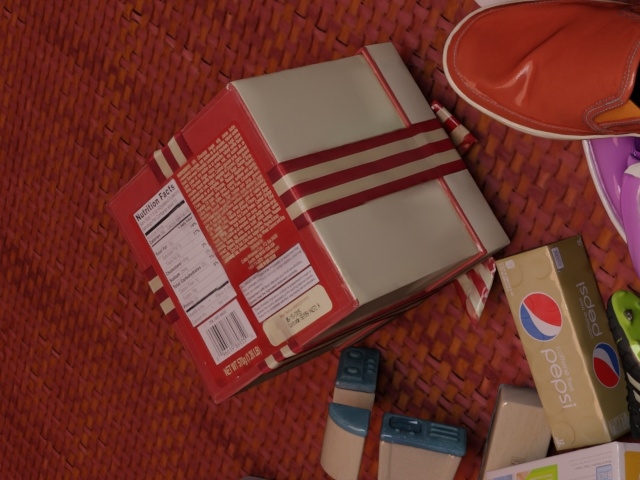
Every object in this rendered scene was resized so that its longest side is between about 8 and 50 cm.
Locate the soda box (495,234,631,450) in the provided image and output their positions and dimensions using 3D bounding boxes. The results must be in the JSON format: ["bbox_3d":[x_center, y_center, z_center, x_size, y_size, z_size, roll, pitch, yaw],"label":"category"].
[{"bbox_3d":[0.222,0.091,1.166,0.061,0.058,0.181,-20,86,44],"label":"soda box"}]

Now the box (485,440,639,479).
[{"bbox_3d":[0.234,0.241,1.098,0.203,0.103,0.114,144,131,-60],"label":"box"}]

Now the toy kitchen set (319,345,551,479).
[{"bbox_3d":[0.114,0.160,1.284,0.207,0.166,0.122,11,113,2],"label":"toy kitchen set"}]

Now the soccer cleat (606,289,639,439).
[{"bbox_3d":[0.284,0.129,1.119,0.072,0.060,0.178,-36,78,47],"label":"soccer cleat"}]

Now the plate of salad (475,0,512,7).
[{"bbox_3d":[0.181,-0.279,1.116,0.200,0.048,0.199,12,108,40],"label":"plate of salad"}]

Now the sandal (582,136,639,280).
[{"bbox_3d":[0.314,0.021,1.030,0.169,0.102,0.416,-32,77,41],"label":"sandal"}]

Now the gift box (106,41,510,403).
[{"bbox_3d":[0.000,0.000,1.211,0.255,0.258,0.276,-31,84,43],"label":"gift box"}]

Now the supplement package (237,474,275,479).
[{"bbox_3d":[-0.035,0.351,1.417,0.244,0.139,0.133,0,100,44],"label":"supplement package"}]

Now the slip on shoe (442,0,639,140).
[{"bbox_3d":[0.240,-0.131,0.999,0.331,0.101,0.123,17,84,32],"label":"slip on shoe"}]
